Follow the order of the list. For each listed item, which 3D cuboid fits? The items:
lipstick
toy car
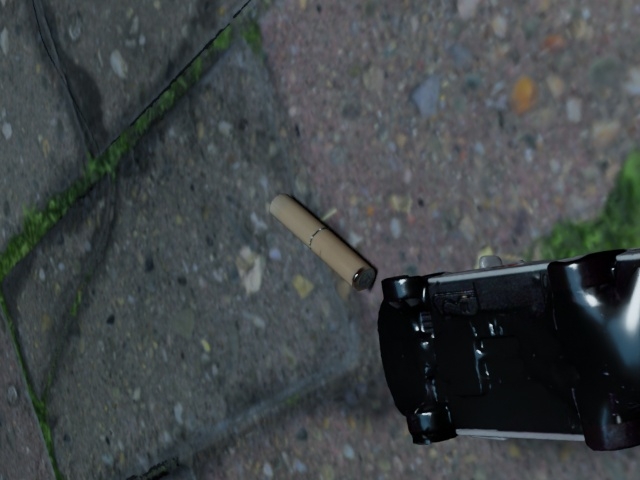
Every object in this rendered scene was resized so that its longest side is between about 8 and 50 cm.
[{"bbox_3d":[0.000,0.000,0.804,0.094,0.019,0.019,42,129,39],"label":"lipstick"},{"bbox_3d":[0.118,0.047,0.603,0.210,0.108,0.089,-12,91,56],"label":"toy car"}]
